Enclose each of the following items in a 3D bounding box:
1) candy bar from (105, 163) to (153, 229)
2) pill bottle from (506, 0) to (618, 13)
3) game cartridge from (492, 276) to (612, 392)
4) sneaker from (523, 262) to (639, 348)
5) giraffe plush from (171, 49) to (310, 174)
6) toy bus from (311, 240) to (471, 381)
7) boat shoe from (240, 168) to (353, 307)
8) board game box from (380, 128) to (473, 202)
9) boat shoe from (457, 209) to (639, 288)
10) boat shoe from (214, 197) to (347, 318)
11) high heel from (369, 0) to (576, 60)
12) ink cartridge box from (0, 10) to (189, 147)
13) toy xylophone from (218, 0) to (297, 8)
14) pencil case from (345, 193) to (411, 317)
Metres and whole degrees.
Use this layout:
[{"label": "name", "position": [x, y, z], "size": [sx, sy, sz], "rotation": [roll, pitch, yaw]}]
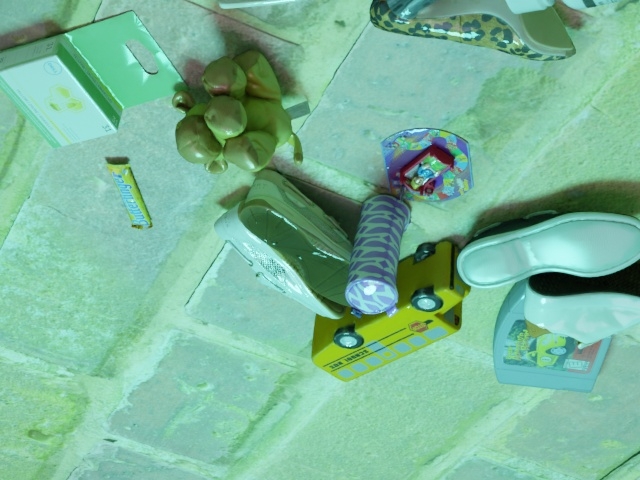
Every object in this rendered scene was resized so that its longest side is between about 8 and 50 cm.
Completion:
[{"label": "candy bar", "position": [-0.308, -0.072, 2.241], "size": [0.040, 0.018, 0.161], "rotation": [-1, 140, 11]}, {"label": "pill bottle", "position": [0.357, -0.368, 1.651], "size": [0.283, 0.161, 0.161], "rotation": [-9, 139, 21]}, {"label": "game cartridge", "position": [0.400, 0.165, 2.399], "size": [0.196, 0.060, 0.294], "rotation": [9, 142, 4]}, {"label": "sneaker", "position": [0.469, 0.110, 2.243], "size": [0.290, 0.106, 0.123], "rotation": [0, 124, -3]}, {"label": "giraffe plush", "position": [-0.139, -0.169, 2.000], "size": [0.171, 0.181, 0.210], "rotation": [-13, 172, 32]}, {"label": "toy bus", "position": [0.125, 0.124, 2.344], "size": [0.130, 0.108, 0.333], "rotation": [35, 134, -31]}, {"label": "boat shoe", "position": [0.000, 0.000, 2.213], "size": [0.302, 0.098, 0.109], "rotation": [39, 137, -27]}, {"label": "board game box", "position": [0.163, -0.102, 2.117], "size": [0.133, 0.033, 0.168], "rotation": [-1, 141, 11]}, {"label": "boat shoe", "position": [0.364, 0.000, 2.171], "size": [0.303, 0.091, 0.114], "rotation": [-6, 112, 19]}, {"label": "boat shoe", "position": [-0.065, 0.037, 2.282], "size": [0.096, 0.098, 0.277], "rotation": [-24, 123, 34]}, {"label": "high heel", "position": [0.202, -0.289, 1.860], "size": [0.261, 0.093, 0.186], "rotation": [23, 158, -32]}, {"label": "ink cartridge box", "position": [-0.336, -0.230, 2.022], "size": [0.235, 0.056, 0.171], "rotation": [-11, 138, 24]}, {"label": "toy xylophone", "position": [-0.078, -0.435, 1.699], "size": [0.236, 0.081, 0.322], "rotation": [-10, 138, 20]}, {"label": "pencil case", "position": [0.093, 0.022, 2.147], "size": [0.088, 0.206, 0.086], "rotation": [26, 136, -16]}]
